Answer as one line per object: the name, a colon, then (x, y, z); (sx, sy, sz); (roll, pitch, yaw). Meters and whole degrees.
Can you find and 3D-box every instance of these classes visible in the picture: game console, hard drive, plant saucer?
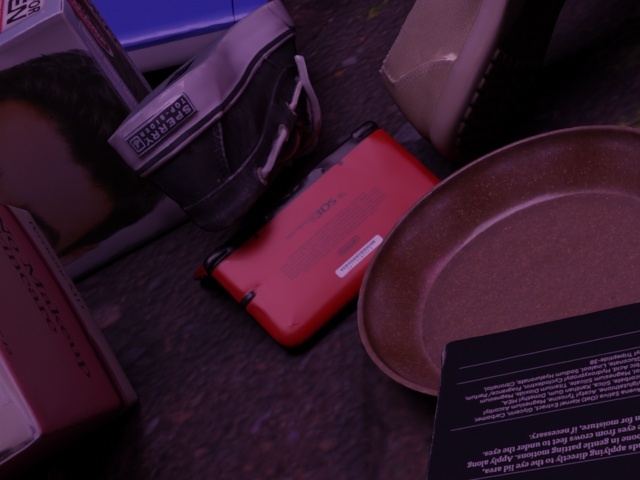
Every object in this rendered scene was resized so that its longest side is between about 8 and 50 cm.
game console: (0.000, 0.000, 0.828); (0.144, 0.085, 0.124); (-41, 65, -12)
hard drive: (-0.202, -0.202, 1.157); (0.318, 0.040, 0.210); (-12, 36, 3)
plant saucer: (0.115, 0.017, 0.689); (0.198, 0.036, 0.199); (-21, 35, 16)

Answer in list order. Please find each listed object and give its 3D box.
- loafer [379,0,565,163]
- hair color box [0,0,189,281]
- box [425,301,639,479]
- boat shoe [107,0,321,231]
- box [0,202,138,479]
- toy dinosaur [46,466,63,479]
loafer: (0.112, -0.183, 0.794); (0.092, 0.102, 0.269); (28, 95, 28)
hair color box: (-0.297, -0.027, 0.953); (0.374, 0.185, 0.114); (-29, 33, 7)
box: (0.170, 0.108, 0.464); (0.261, 0.103, 0.184); (-14, 34, 26)
boat shoe: (-0.053, -0.087, 0.899); (0.113, 0.105, 0.306); (-36, 12, 13)
box: (-0.206, 0.065, 0.698); (0.126, 0.149, 0.232); (-31, -4, 1)
toy dinosaur: (-0.147, 0.236, 0.559); (0.200, 0.127, 0.296); (1, 33, 30)
